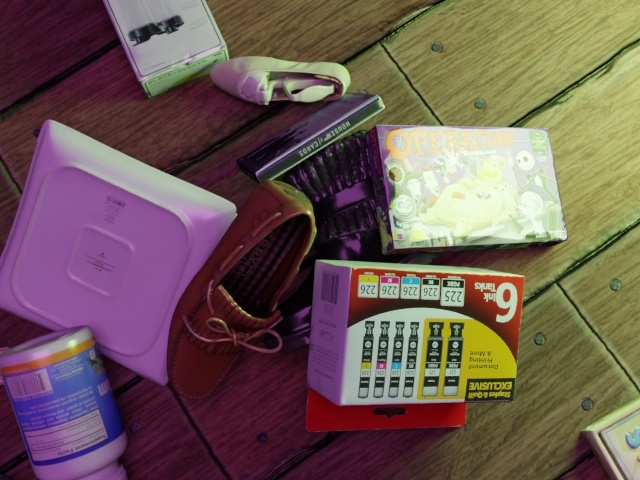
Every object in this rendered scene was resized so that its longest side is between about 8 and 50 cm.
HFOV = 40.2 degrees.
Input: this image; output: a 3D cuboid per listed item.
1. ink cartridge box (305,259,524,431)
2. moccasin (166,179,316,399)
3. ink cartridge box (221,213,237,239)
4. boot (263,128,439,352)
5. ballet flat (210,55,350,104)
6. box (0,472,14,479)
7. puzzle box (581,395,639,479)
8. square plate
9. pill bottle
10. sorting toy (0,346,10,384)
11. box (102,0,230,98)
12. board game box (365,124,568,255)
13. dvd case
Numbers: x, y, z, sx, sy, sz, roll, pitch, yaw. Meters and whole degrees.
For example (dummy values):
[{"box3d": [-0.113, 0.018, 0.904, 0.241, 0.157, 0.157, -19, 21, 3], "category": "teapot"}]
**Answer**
[{"box3d": [0.145, 0.174, 1.353, 0.310, 0.130, 0.271, 3, 93, -24], "category": "ink cartridge box"}, {"box3d": [-0.120, 0.094, 1.351, 0.139, 0.147, 0.380, 29, 104, -31], "category": "moccasin"}, {"box3d": [-0.176, -0.025, 1.468, 0.089, 0.122, 0.052, 26, 80, 4], "category": "ink cartridge box"}, {"box3d": [0.000, 0.000, 1.447, 0.348, 0.131, 0.260, -34, 94, -17], "category": "boot"}, {"box3d": [-0.071, -0.275, 1.533, 0.249, 0.086, 0.086, -2, 79, -1], "category": "ballet flat"}, {"box3d": [-0.580, 0.548, 1.343, 0.191, 0.143, 0.381, 26, 81, 4], "category": "box"}, {"box3d": [0.648, 0.425, 1.429, 0.272, 0.052, 0.409, -29, 81, -6], "category": "puzzle box"}, {"box3d": [-0.354, 0.028, 1.421, 0.347, 0.049, 0.344, 25, 106, 4], "category": "square plate"}, {"box3d": [-0.393, 0.284, 1.376, 0.152, 0.152, 0.272, -17, 96, -4], "category": "pill bottle"}, {"box3d": [-0.561, 0.216, 1.471, 0.083, 0.012, 0.062, -9, 79, -3], "category": "sorting toy"}, {"box3d": [-0.295, -0.420, 1.563, 0.169, 0.087, 0.290, -25, 80, -6], "category": "box"}, {"box3d": [0.249, -0.087, 1.461, 0.347, 0.056, 0.208, -3, 74, -25], "category": "board game box"}, {"box3d": [-0.022, -0.178, 1.478, 0.239, 0.179, 0.029, -32, 108, -7], "category": "dvd case"}]
